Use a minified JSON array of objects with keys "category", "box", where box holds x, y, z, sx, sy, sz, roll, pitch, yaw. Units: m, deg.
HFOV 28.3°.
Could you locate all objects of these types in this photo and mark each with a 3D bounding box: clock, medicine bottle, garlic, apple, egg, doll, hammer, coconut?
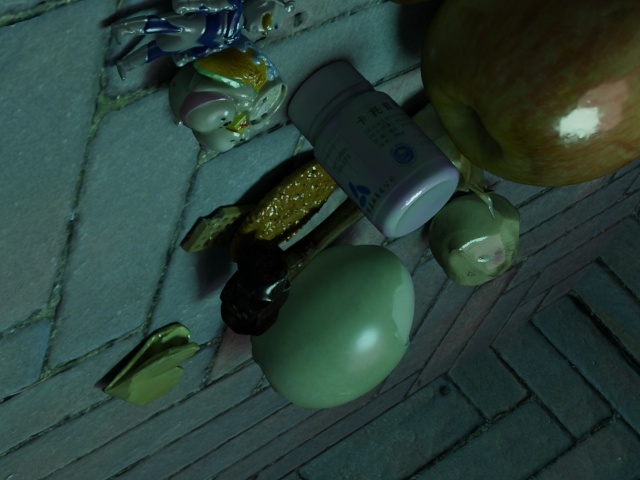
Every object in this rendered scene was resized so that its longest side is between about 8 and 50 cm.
[{"category":"clock","box":[-0.123,-0.187,1.642,0.144,0.103,0.231,-49,162,-2]},{"category":"medicine bottle","box":[0.075,-0.138,1.895,0.152,0.254,0.152,-36,162,-14]},{"category":"garlic","box":[0.230,-0.139,2.299,0.151,0.196,0.338,-28,166,10]},{"category":"apple","box":[0.344,-0.267,1.933,0.346,0.391,0.391,-38,161,-6]},{"category":"egg","box":[0.039,0.155,2.432,0.336,0.278,0.278,-39,162,15]},{"category":"doll","box":[-0.132,-0.252,1.493,0.227,0.057,0.114,-21,153,-15]},{"category":"hammer","box":[0.000,0.000,2.195,0.409,0.095,0.242,-39,168,-24]},{"category":"coconut","box":[0.343,-0.002,2.808,0.224,0.224,0.224,-36,161,-15]}]

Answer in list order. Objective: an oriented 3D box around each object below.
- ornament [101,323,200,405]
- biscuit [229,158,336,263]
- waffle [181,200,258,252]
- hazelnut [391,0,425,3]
[{"category":"ornament","box":[-0.318,0.241,2.300,0.180,0.059,0.201,-23,156,-36]},{"category":"biscuit","box":[-0.055,-0.048,2.146,0.254,0.035,0.254,-41,167,-12]},{"category":"waffle","box":[-0.160,-0.023,2.064,0.092,0.021,0.135,-50,161,30]},{"category":"hazelnut","box":[0.118,-0.397,1.522,0.181,0.181,0.212,-32,156,24]}]
